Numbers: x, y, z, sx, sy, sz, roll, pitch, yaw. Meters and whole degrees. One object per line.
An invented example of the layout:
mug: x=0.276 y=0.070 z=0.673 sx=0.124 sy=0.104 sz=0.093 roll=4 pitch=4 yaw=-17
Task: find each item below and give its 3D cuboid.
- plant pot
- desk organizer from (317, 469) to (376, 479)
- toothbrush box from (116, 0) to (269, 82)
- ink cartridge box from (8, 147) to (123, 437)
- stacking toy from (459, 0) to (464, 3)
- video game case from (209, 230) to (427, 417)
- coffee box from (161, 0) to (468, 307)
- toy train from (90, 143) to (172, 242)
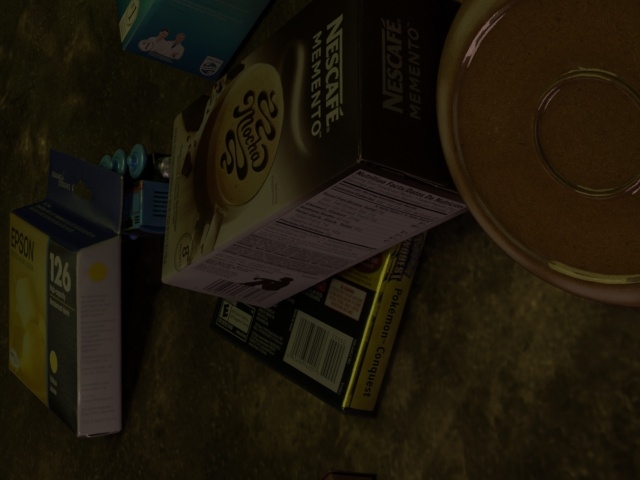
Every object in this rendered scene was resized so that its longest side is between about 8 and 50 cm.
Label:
plant pot: x=0.162 y=-0.064 z=0.652 sx=0.236 sy=0.032 sz=0.236 roll=19 pitch=123 yaw=32
desk organizer: x=-0.004 y=0.242 z=0.916 sx=0.130 sy=0.047 sz=0.050 roll=-49 pitch=43 yaw=36
toothbrush box: x=-0.115 y=-0.366 z=1.262 sx=0.295 sy=0.126 sz=0.216 roll=-51 pitch=38 yaw=34
ink cartridge box: x=-0.324 y=0.053 z=1.406 sx=0.303 sy=0.072 sz=0.307 roll=19 pitch=111 yaw=59
stacking toy: x=0.163 y=-0.130 z=0.729 sx=0.166 sy=0.175 sz=0.301 roll=-14 pitch=82 yaw=9
video game case: x=0.000 y=0.000 z=1.021 sx=0.275 sy=0.035 sz=0.248 roll=21 pitch=95 yaw=59
coffee box: x=-0.008 y=-0.071 z=0.912 sx=0.297 sy=0.119 sz=0.168 roll=-29 pitch=53 yaw=50
toy train: x=-0.216 y=-0.054 z=1.339 sx=0.184 sy=0.080 sz=0.105 roll=-7 pitch=78 yaw=57
